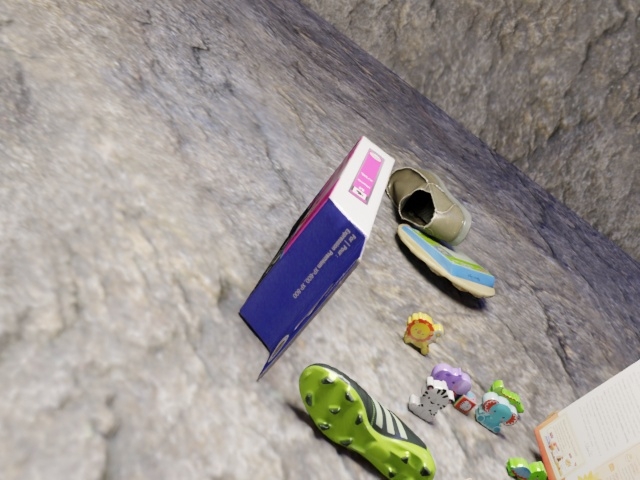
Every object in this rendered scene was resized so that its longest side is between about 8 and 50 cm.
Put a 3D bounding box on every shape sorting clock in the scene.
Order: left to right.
[{"bbox_3d":[0.221,0.037,1.354,0.206,0.040,0.206,29,13,-7],"label":"shape sorting clock"}]

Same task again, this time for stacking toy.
[{"bbox_3d":[0.202,0.203,1.002,0.221,0.052,0.167,35,23,-12],"label":"stacking toy"}]

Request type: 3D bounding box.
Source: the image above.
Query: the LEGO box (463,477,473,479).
[{"bbox_3d":[0.071,0.381,0.278,0.372,0.193,0.500,44,23,11],"label":"LEGO box"}]

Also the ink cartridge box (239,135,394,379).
[{"bbox_3d":[0.000,0.000,0.906,0.069,0.176,0.371,36,23,-7],"label":"ink cartridge box"}]

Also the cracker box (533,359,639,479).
[{"bbox_3d":[0.384,0.249,0.932,0.067,0.232,0.156,28,35,-25],"label":"cracker box"}]

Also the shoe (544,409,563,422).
[{"bbox_3d":[0.398,0.315,1.039,0.219,0.076,0.058,42,-18,45],"label":"shoe"}]

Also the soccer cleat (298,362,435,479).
[{"bbox_3d":[0.047,0.188,0.792,0.179,0.060,0.072,43,12,-8],"label":"soccer cleat"}]

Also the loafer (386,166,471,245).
[{"bbox_3d":[0.186,-0.079,1.421,0.087,0.094,0.251,19,16,-31],"label":"loafer"}]
